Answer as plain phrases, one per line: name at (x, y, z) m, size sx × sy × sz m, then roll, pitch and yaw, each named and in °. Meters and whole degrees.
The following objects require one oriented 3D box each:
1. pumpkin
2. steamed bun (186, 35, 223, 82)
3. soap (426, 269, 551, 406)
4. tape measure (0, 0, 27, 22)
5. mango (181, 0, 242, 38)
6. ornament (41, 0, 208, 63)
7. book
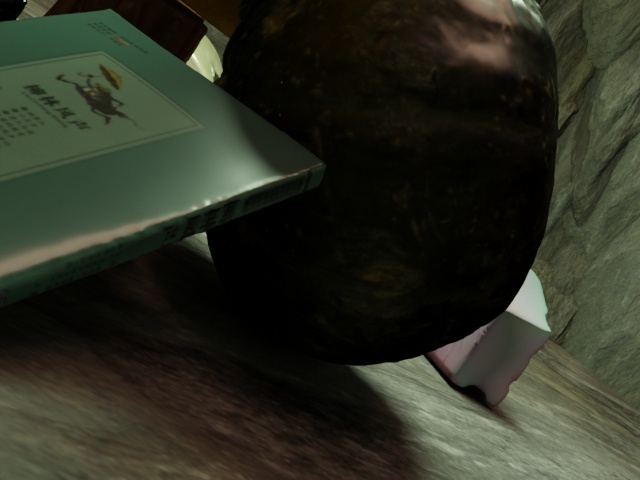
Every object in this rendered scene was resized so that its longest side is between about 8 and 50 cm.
pumpkin at (0.047, -0.095, 0.976) m, size 0.344 × 0.454 × 0.454 m, roll 3°, pitch 13°, yaw -7°
steamed bun at (-0.259, -0.283, 1.731) m, size 0.170 × 0.200 × 0.225 m, roll 11°, pitch 25°, yaw -9°
soap at (0.222, 0.089, 1.508) m, size 0.109 × 0.193 × 0.324 m, roll 32°, pitch 8°, yaw -25°
tape measure at (-0.510, -0.394, 1.344) m, size 0.186 × 0.112 × 0.199 m, roll 2°, pitch 66°, yaw -45°
mango at (-0.110, -0.332, 1.209) m, size 0.359 × 0.144 × 0.187 m, roll 43°, pitch 18°, yaw -11°
ornament at (-0.278, -0.246, 1.270) m, size 0.235 × 0.218 × 0.221 m, roll 36°, pitch 8°, yaw -6°
book at (-0.199, -0.074, 0.670) m, size 0.264 × 0.031 × 0.379 m, roll 39°, pitch 35°, yaw 22°
